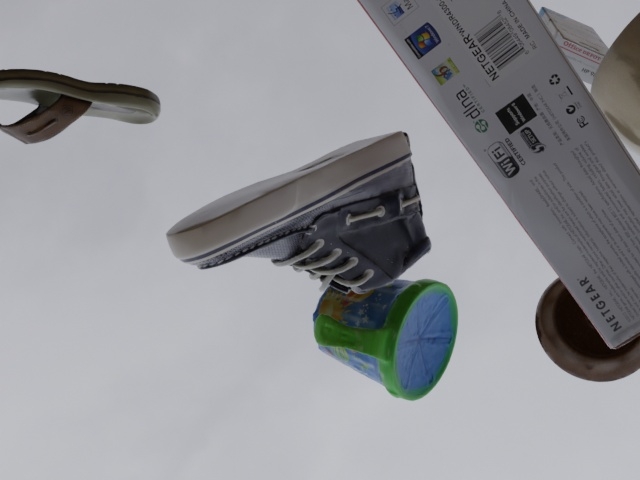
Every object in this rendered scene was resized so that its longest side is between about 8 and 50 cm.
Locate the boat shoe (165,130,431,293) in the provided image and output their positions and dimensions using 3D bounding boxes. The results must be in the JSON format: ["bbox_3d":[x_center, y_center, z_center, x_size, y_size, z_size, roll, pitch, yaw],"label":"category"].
[{"bbox_3d":[0.000,0.000,0.949,0.340,0.158,0.127,-27,-167,-40],"label":"boat shoe"}]

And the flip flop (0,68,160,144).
[{"bbox_3d":[-0.324,-0.153,1.070,0.277,0.080,0.112,2,178,-37],"label":"flip flop"}]

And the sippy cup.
[{"bbox_3d":[0.115,0.169,1.737,0.224,0.305,0.240,14,-119,36],"label":"sippy cup"}]

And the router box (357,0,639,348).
[{"bbox_3d":[0.124,-0.122,0.680,0.082,0.335,0.301,-36,-160,12],"label":"router box"}]

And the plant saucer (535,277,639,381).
[{"bbox_3d":[0.455,0.131,1.462,0.198,0.036,0.199,-3,-112,8],"label":"plant saucer"}]

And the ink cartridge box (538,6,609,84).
[{"bbox_3d":[0.412,-0.316,1.470,0.104,0.060,0.180,21,-151,-9],"label":"ink cartridge box"}]

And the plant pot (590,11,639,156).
[{"bbox_3d":[0.506,-0.175,1.094,0.284,0.284,0.191,-19,-122,-12],"label":"plant pot"}]
